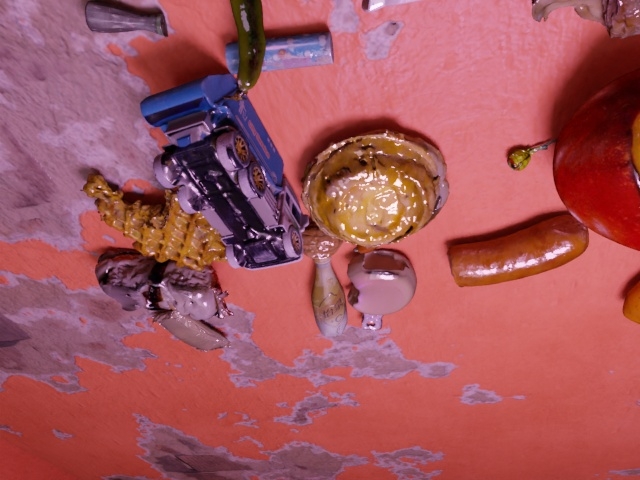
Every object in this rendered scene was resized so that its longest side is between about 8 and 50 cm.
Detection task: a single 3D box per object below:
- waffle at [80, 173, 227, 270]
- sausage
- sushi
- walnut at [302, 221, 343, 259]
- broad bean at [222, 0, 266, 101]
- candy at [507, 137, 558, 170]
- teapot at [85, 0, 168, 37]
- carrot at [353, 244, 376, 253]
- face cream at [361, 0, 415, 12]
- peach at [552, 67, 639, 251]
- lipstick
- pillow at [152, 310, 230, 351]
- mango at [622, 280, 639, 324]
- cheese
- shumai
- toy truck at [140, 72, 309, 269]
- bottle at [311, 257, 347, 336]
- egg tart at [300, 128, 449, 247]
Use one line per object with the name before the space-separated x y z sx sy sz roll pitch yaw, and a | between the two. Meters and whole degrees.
waffle | -0.318 -0.024 0.970 0.293 0.069 0.259 6 143 24
sausage | 0.397 0.027 0.972 0.271 0.108 0.109 -20 132 26
sushi | -0.361 0.104 1.112 0.333 0.129 0.124 6 138 1
walnut | 0.000 0.000 1.002 0.096 0.082 0.079 3 166 2
broad bean | -0.111 -0.308 0.660 0.069 0.039 0.226 -10 115 -20
candy | 0.382 -0.159 0.825 0.123 0.035 0.035 -28 160 20
teapot | -0.281 -0.323 0.705 0.111 0.042 0.042 5 138 -5
carrot | 0.128 -0.007 1.013 0.142 0.035 0.035 -29 128 27
face cream | 0.138 -0.414 0.486 0.146 0.145 0.369 11 139 -6
peach | 0.470 -0.119 0.703 0.245 0.248 0.274 -10 131 49
lipstick | -0.060 -0.280 0.719 0.158 0.048 0.048 -3 137 9
pillow | -0.355 0.253 1.330 0.119 0.053 0.208 -23 131 32
mango | 0.766 0.111 1.010 0.154 0.126 0.252 17 145 -29
cheese | 0.131 0.135 1.132 0.163 0.082 0.286 7 139 0
shumai | 0.337 -0.335 0.568 0.153 0.161 0.209 4 166 35
toy truck | -0.146 -0.108 0.823 0.146 0.175 0.367 -10 135 19
bottle | 0.018 0.122 1.130 0.083 0.083 0.269 -1 132 7
egg tart | 0.103 -0.076 0.876 0.279 0.095 0.278 -3 133 -3
